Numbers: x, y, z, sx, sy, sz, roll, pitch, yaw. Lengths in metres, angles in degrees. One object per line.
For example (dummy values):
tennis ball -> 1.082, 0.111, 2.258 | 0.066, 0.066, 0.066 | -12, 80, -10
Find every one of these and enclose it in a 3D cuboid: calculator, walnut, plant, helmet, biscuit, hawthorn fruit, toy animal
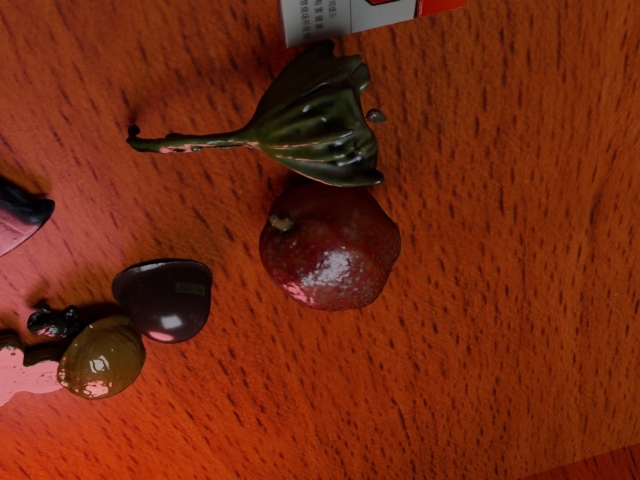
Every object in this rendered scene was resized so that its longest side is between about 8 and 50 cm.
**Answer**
calculator -> -0.521, -0.014, 1.639 | 0.268, 0.040, 0.177 | -25, 145, 21
walnut -> -0.361, 0.215, 1.962 | 0.167, 0.087, 0.211 | -33, 160, -15
plant -> -0.070, -0.116, 1.493 | 0.333, 0.251, 0.180 | -26, 110, 1
helmet -> -0.253, 0.112, 1.895 | 0.155, 0.106, 0.175 | -37, 139, 28
biscuit -> -0.564, 0.220, 1.962 | 0.302, 0.049, 0.197 | 1, 143, -26
hawthorn fruit -> 0.000, 0.000, 1.766 | 0.205, 0.205, 0.253 | -33, 138, 23
toy animal -> -0.423, 0.142, 1.914 | 0.065, 0.047, 0.136 | -32, 151, 32

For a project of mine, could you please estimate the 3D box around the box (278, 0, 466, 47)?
box -> 0.066, -0.322, 1.444 | 0.245, 0.035, 0.139 | -13, 148, -6
